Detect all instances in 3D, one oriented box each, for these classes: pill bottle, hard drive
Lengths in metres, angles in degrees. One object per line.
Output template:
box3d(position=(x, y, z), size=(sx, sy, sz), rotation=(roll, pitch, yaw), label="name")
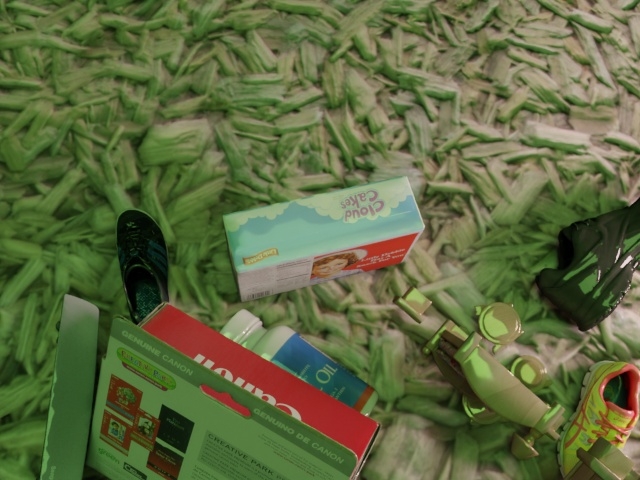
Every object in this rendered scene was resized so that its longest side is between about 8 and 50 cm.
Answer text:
box3d(position=(-0.043, 0.193, 0.927), size=(0.221, 0.124, 0.124), rotation=(34, 70, 9), label="pill bottle")
box3d(position=(-0.322, 0.212, 0.879), size=(0.054, 0.172, 0.255), rotation=(7, 67, -18), label="hard drive")

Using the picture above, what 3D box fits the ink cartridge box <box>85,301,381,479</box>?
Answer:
box3d(position=(-0.103, 0.221, 0.811), size=(0.309, 0.272, 0.130), rotation=(28, 35, 11), label="ink cartridge box")

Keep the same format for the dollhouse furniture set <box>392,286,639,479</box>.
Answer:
box3d(position=(0.198, 0.235, 0.830), size=(0.355, 0.303, 0.174), rotation=(41, 89, 3), label="dollhouse furniture set")

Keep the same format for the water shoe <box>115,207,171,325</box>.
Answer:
box3d(position=(-0.255, 0.035, 0.994), size=(0.073, 0.080, 0.203), rotation=(-15, 71, -10), label="water shoe")

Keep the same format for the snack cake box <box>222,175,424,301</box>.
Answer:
box3d(position=(0.000, 0.000, 0.989), size=(0.264, 0.152, 0.089), rotation=(-13, 70, -9), label="snack cake box")

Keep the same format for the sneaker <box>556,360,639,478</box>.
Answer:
box3d(position=(0.392, 0.258, 0.952), size=(0.081, 0.094, 0.208), rotation=(20, 70, 1), label="sneaker")

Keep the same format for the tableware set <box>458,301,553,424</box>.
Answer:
box3d(position=(0.252, 0.179, 1.010), size=(0.141, 0.020, 0.169), rotation=(-24, 76, -7), label="tableware set")

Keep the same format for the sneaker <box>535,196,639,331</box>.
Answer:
box3d(position=(0.442, 0.000, 1.052), size=(0.130, 0.109, 0.286), rotation=(38, 69, 17), label="sneaker")
